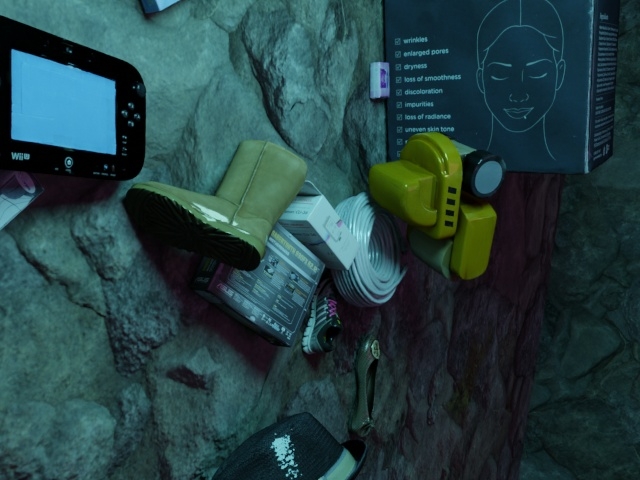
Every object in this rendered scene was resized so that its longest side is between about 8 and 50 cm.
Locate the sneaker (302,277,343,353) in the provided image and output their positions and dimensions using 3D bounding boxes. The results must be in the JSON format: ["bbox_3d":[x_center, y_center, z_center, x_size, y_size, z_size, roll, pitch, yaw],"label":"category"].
[{"bbox_3d":[0.019,0.165,1.395,0.063,0.075,0.170,35,66,-52],"label":"sneaker"}]

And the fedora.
[{"bbox_3d":[-0.081,0.427,1.195,0.334,0.334,0.152,-29,83,-50],"label":"fedora"}]

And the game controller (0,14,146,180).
[{"bbox_3d":[-0.320,-0.163,0.799,0.319,0.067,0.166,-4,86,-68],"label":"game controller"}]

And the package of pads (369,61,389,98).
[{"bbox_3d":[0.138,-0.373,1.517,0.050,0.032,0.083,-18,110,-54],"label":"package of pads"}]

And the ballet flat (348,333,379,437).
[{"bbox_3d":[0.117,0.355,1.583,0.084,0.058,0.250,15,83,-56],"label":"ballet flat"}]

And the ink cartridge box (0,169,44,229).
[{"bbox_3d":[-0.465,-0.012,0.681,0.332,0.065,0.165,-55,137,-33],"label":"ink cartridge box"}]

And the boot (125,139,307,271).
[{"bbox_3d":[-0.159,-0.086,1.070,0.089,0.236,0.269,-54,-169,39],"label":"boot"}]

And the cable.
[{"bbox_3d":[0.103,0.019,1.456,0.257,0.089,0.257,-54,131,-50],"label":"cable"}]

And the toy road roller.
[{"bbox_3d":[0.229,-0.070,1.404,0.240,0.202,0.329,-12,118,-25],"label":"toy road roller"}]

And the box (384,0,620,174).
[{"bbox_3d":[0.420,-0.413,1.527,0.297,0.480,0.472,-25,116,-53],"label":"box"}]

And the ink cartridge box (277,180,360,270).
[{"bbox_3d":[-0.023,-0.029,1.259,0.198,0.115,0.067,51,57,-37],"label":"ink cartridge box"}]

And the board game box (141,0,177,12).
[{"bbox_3d":[-0.237,-0.467,0.956,0.160,0.039,0.211,-50,134,-40],"label":"board game box"}]

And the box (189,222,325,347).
[{"bbox_3d":[-0.106,0.063,1.184,0.231,0.056,0.183,42,60,-39],"label":"box"}]
